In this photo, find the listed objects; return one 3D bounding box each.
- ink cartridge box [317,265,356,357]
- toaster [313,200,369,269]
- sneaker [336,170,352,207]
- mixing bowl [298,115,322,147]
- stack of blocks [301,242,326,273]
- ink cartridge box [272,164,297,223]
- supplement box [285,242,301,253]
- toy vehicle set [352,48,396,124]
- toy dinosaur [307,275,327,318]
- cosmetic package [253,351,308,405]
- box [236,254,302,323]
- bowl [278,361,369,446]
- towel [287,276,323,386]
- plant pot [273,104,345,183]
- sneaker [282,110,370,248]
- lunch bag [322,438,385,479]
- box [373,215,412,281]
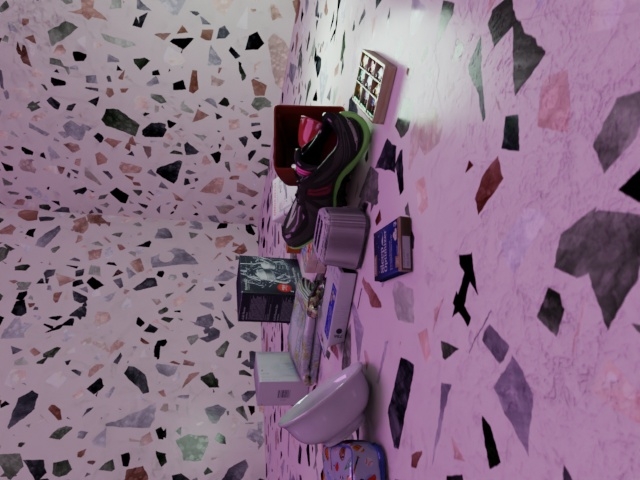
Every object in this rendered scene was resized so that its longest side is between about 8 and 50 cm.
[{"bbox_3d":[0.052,0.225,1.727,0.165,0.065,0.333,-115,32,-64],"label":"ink cartridge box"},{"bbox_3d":[0.063,-0.018,1.565,0.129,0.146,0.227,-112,29,-60],"label":"toaster"},{"bbox_3d":[0.070,-0.185,1.738,0.227,0.087,0.130,-45,67,42],"label":"sneaker"},{"bbox_3d":[-0.009,-0.344,1.719,0.098,0.181,0.181,-63,16,3],"label":"mixing bowl"},{"bbox_3d":[0.000,0.000,1.950,0.171,0.087,0.297,-100,19,-43],"label":"stack of blocks"},{"bbox_3d":[-0.096,-0.203,2.163,0.283,0.117,0.208,-24,62,52],"label":"ink cartridge box"},{"bbox_3d":[-0.144,-0.045,2.591,0.080,0.077,0.234,106,163,-51],"label":"supplement box"},{"bbox_3d":[0.159,-0.475,1.519,0.267,0.035,0.166,-109,26,-58],"label":"toy vehicle set"},{"bbox_3d":[-0.009,0.197,1.898,0.268,0.063,0.118,-61,-9,-69],"label":"toy dinosaur"},{"bbox_3d":[-0.182,0.623,2.262,0.225,0.223,0.138,-118,34,-65],"label":"cosmetic package"},{"bbox_3d":[-0.255,0.240,2.478,0.343,0.312,0.179,-111,28,-59],"label":"box"},{"bbox_3d":[0.035,0.486,1.412,0.134,0.297,0.298,55,159,7],"label":"bowl"},{"bbox_3d":[-0.067,0.380,2.135,0.320,0.090,0.375,-129,44,-72],"label":"towel"},{"bbox_3d":[-0.047,-0.339,1.915,0.236,0.266,0.268,103,167,-69],"label":"plant pot"},{"bbox_3d":[-0.026,-0.200,1.603,0.185,0.202,0.483,41,112,44],"label":"sneaker"},{"bbox_3d":[0.088,0.680,1.364,0.303,0.114,0.244,126,143,-65],"label":"lunch bag"},{"bbox_3d":[0.180,0.031,1.305,0.225,0.036,0.137,135,137,-72],"label":"box"}]
